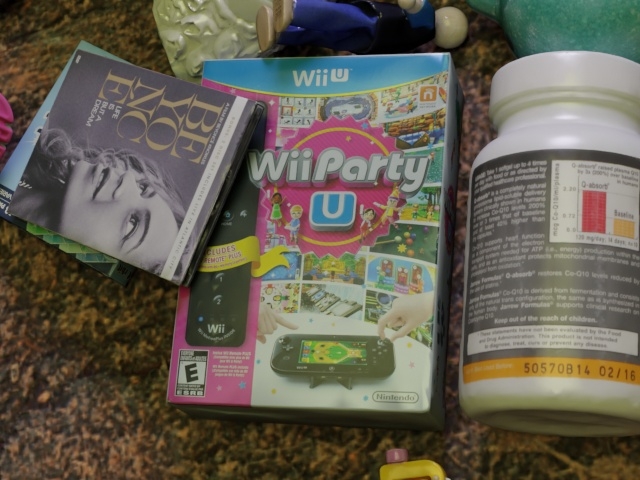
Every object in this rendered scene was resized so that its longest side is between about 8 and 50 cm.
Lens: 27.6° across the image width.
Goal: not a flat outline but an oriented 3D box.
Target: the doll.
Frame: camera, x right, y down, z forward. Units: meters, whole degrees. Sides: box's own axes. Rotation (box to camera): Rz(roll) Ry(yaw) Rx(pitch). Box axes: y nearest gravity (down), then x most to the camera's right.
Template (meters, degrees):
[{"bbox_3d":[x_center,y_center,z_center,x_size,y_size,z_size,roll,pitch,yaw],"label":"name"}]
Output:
[{"bbox_3d":[0.046,-0.186,1.127,0.189,0.129,0.046,0,72,-25],"label":"doll"}]

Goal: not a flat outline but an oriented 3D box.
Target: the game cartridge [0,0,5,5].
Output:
[{"bbox_3d":[-0.287,-0.428,1.276,0.230,0.068,0.355,40,87,-3],"label":"game cartridge"}]

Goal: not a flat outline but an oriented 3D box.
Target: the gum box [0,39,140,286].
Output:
[{"bbox_3d":[-0.201,-0.073,1.206,0.157,0.041,0.184,26,81,21],"label":"gum box"}]

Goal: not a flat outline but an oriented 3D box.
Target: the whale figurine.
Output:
[{"bbox_3d":[0.219,-0.256,1.099,0.216,0.141,0.272,-19,67,9],"label":"whale figurine"}]

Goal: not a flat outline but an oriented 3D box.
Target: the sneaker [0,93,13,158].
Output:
[{"bbox_3d":[-0.373,-0.046,1.219,0.252,0.103,0.111,-57,31,8],"label":"sneaker"}]

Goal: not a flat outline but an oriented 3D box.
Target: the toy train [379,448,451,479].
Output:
[{"bbox_3d":[0.080,0.238,1.041,0.166,0.046,0.125,17,80,22],"label":"toy train"}]

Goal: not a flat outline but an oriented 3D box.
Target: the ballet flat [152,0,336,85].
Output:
[{"bbox_3d":[0.008,-0.300,1.153,0.409,0.147,0.147,-44,68,-2],"label":"ballet flat"}]

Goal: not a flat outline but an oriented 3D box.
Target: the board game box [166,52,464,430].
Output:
[{"bbox_3d":[0.000,0.000,1.104,0.224,0.097,0.303,0,73,15],"label":"board game box"}]

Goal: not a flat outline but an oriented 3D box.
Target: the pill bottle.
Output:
[{"bbox_3d":[0.193,0.006,1.016,0.162,0.162,0.279,1,74,15],"label":"pill bottle"}]

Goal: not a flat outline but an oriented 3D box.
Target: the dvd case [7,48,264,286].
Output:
[{"bbox_3d":[-0.166,-0.068,1.128,0.221,0.018,0.165,20,85,34],"label":"dvd case"}]
